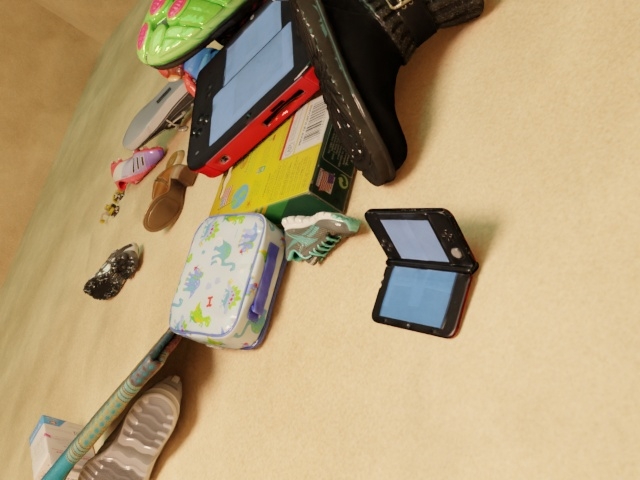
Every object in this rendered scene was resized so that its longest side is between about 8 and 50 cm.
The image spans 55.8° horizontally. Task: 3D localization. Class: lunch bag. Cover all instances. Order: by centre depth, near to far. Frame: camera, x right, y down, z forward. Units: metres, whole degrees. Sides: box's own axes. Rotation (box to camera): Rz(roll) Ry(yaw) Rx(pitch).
[{"bbox_3d":[-0.145,0.066,0.989,0.176,0.090,0.219,-3,64,39],"label":"lunch bag"}]

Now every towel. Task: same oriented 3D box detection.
[{"bbox_3d":[-0.349,0.278,1.072,0.370,0.040,0.271,-48,7,17],"label":"towel"}]

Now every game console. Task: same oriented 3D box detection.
[{"bbox_3d":[0.102,0.033,0.711,0.085,0.124,0.144,-44,26,-26],"label":"game console"},{"bbox_3d":[-0.120,-0.326,1.135,0.386,0.060,0.342,-34,47,32],"label":"game console"}]

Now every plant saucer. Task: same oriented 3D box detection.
[{"bbox_3d":[-0.399,-0.212,1.641,0.083,0.015,0.083,-34,41,35],"label":"plant saucer"}]

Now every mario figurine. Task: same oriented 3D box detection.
[{"bbox_3d":[-0.276,-0.439,1.523,0.320,0.170,0.198,27,63,35],"label":"mario figurine"}]

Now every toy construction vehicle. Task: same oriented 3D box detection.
[{"bbox_3d":[-0.655,-0.108,1.889,0.098,0.035,0.086,-42,37,26],"label":"toy construction vehicle"}]

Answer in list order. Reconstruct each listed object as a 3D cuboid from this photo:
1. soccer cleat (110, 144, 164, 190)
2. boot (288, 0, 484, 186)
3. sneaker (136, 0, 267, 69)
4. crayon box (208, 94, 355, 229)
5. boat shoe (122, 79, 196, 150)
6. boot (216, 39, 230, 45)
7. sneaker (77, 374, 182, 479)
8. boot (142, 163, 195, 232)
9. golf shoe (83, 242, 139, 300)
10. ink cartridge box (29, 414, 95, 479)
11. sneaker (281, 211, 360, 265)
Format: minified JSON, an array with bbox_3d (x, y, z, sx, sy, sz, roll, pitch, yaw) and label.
[{"bbox_3d":[-0.538,-0.216,1.795,0.248,0.083,0.095,-12,92,40],"label":"soccer cleat"},{"bbox_3d":[0.123,-0.275,0.875,0.260,0.348,0.131,-20,-7,-3],"label":"boot"},{"bbox_3d":[-0.183,-0.505,1.336,0.482,0.202,0.185,-40,57,-17],"label":"sneaker"},{"bbox_3d":[-0.067,-0.121,1.059,0.318,0.081,0.202,-11,56,49],"label":"crayon box"},{"bbox_3d":[-0.424,-0.356,1.697,0.306,0.105,0.113,-49,42,4],"label":"boat shoe"},{"bbox_3d":[-0.174,-0.647,1.643,0.280,0.096,0.264,-50,26,2],"label":"boot"},{"bbox_3d":[-0.311,0.350,1.037,0.281,0.105,0.115,-50,4,18],"label":"sneaker"},{"bbox_3d":[-0.393,-0.104,1.501,0.152,0.073,0.197,3,56,53],"label":"boot"},{"bbox_3d":[-0.524,0.079,1.543,0.198,0.077,0.094,-34,29,24],"label":"golf shoe"},{"bbox_3d":[-0.514,0.433,1.209,0.062,0.104,0.181,-60,32,0],"label":"ink cartridge box"},{"bbox_3d":[0.000,0.000,0.908,0.166,0.065,0.076,-7,76,55],"label":"sneaker"}]
